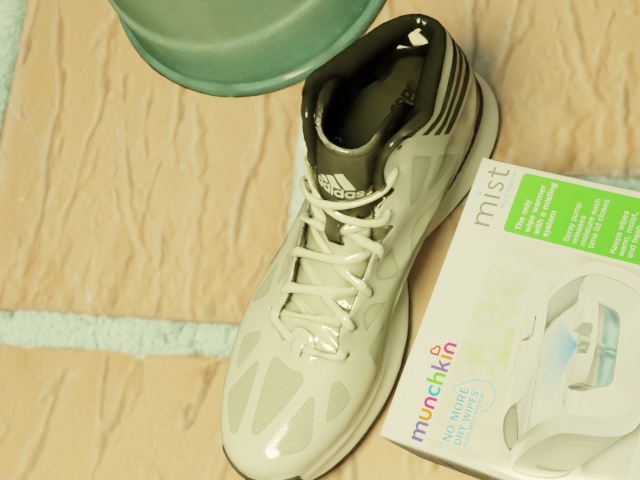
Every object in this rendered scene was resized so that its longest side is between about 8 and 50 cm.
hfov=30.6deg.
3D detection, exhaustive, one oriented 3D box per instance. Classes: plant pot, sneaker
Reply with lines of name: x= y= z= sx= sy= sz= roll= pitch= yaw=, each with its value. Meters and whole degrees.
plant pot: x=-0.124 y=-0.359 z=1.126 sx=0.341 sy=0.334 sz=0.341 roll=-5 pitch=73 yaw=18
sneaker: x=-0.001 y=-0.001 z=1.025 sx=0.169 sy=0.257 sz=0.447 roll=23 pitch=84 yaw=23

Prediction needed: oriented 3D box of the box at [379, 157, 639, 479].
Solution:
box: x=0.212 y=0.089 z=0.987 sx=0.231 sy=0.127 sz=0.262 roll=17 pitch=79 yaw=28
